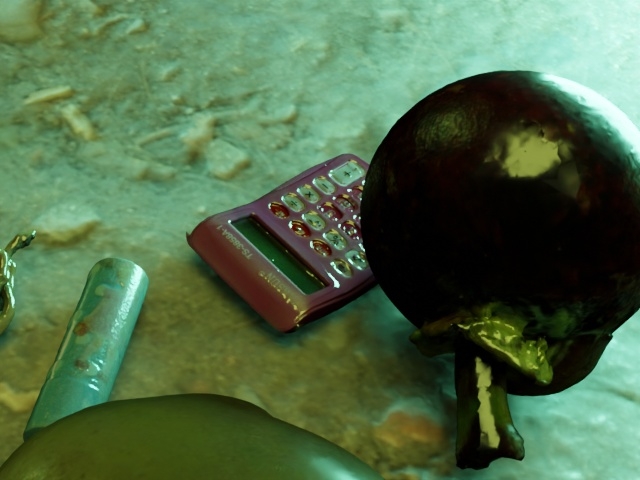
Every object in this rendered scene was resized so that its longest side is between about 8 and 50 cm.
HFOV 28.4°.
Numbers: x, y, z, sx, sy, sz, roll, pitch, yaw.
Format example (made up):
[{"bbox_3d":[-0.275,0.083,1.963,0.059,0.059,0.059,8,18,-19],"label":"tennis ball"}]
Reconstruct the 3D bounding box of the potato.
[{"bbox_3d":[-0.049,0.217,0.704,0.243,0.221,0.326,-36,59,-22],"label":"potato"}]

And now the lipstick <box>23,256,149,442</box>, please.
[{"bbox_3d":[-0.167,0.084,0.918,0.048,0.048,0.158,13,48,2],"label":"lipstick"}]

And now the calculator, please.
[{"bbox_3d":[0.000,0.000,1.030,0.190,0.034,0.126,-28,58,-36],"label":"calculator"}]

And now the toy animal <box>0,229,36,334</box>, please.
[{"bbox_3d":[-0.280,0.060,0.912,0.086,0.069,0.220,39,57,-3],"label":"toy animal"}]

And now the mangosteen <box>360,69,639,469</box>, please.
[{"bbox_3d":[0.136,0.020,0.911,0.231,0.231,0.289,10,57,0],"label":"mangosteen"}]
